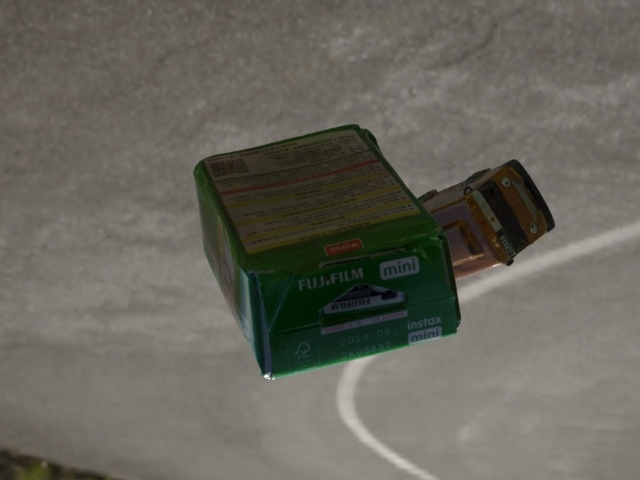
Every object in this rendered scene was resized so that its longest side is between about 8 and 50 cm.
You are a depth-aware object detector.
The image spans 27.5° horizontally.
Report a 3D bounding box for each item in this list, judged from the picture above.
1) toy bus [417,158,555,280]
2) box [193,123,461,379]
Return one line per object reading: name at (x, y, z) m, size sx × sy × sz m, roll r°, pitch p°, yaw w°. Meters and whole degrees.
toy bus at (0.153, -0.010, 1.481) m, size 0.201 × 0.114 × 0.098 m, roll -23°, pitch 101°, yaw 52°
box at (0.000, 0.000, 1.086) m, size 0.180 × 0.103 × 0.250 m, roll -12°, pitch -152°, yaw -10°
